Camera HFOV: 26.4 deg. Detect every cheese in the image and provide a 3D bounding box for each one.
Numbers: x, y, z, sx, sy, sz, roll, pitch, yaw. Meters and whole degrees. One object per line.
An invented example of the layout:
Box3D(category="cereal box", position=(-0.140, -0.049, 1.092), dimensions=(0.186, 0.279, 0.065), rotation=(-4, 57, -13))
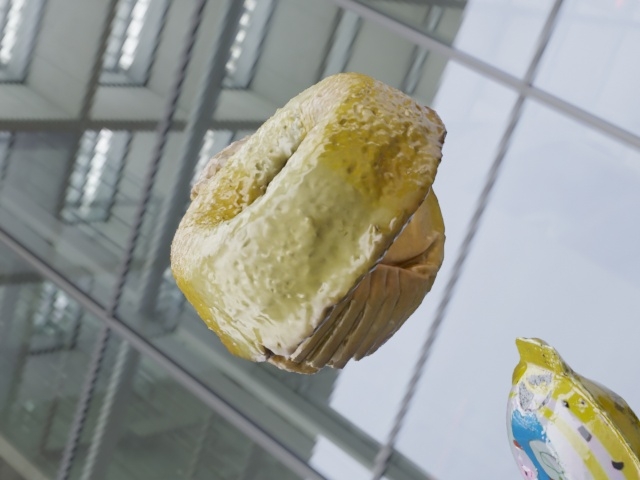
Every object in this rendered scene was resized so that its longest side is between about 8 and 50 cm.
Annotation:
Box3D(category="cheese", position=(0.188, 0.173, 0.886), dimensions=(0.064, 0.156, 0.250), rotation=(-32, -75, -14))

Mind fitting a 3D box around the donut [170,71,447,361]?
Box3D(category="donut", position=(-0.013, -0.020, 0.697), dimensions=(0.065, 0.178, 0.162), rotation=(38, -107, -16))

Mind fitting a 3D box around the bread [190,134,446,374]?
Box3D(category="bread", position=(0.000, 0.000, 1.392), dimensions=(0.274, 0.274, 0.149), rotation=(-23, -4, -41))
